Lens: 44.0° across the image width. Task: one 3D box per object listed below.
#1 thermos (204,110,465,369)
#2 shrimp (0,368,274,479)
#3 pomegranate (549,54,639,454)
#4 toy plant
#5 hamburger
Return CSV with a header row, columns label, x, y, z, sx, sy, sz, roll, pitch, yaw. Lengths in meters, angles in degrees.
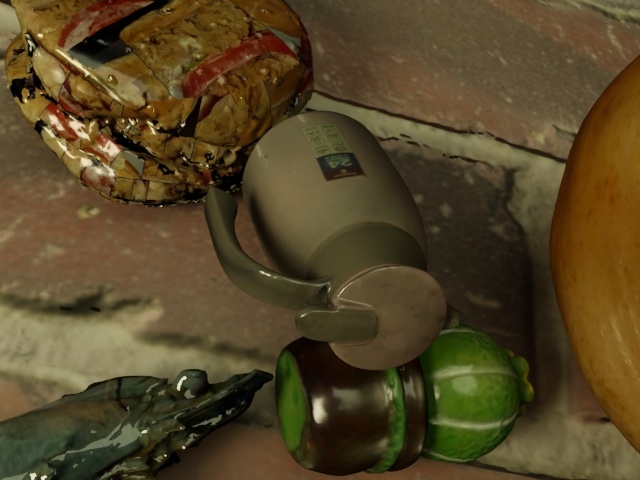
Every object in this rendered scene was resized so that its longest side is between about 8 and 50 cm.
label,x,y,z,sx,sy,sz,roll,pitch,yaw
thermos,0.000,0.000,0.479,0.137,0.105,0.193,9,26,-18
shrimp,-0.141,0.171,0.408,0.289,0.075,0.178,-17,75,-27
pomegranate,0.354,0.013,0.466,0.416,0.417,0.417,8,58,-13
toy plant,0.058,0.097,0.501,0.162,0.093,0.093,-1,61,-19
hamburger,-0.111,-0.135,0.579,0.231,0.107,0.231,10,50,-13
